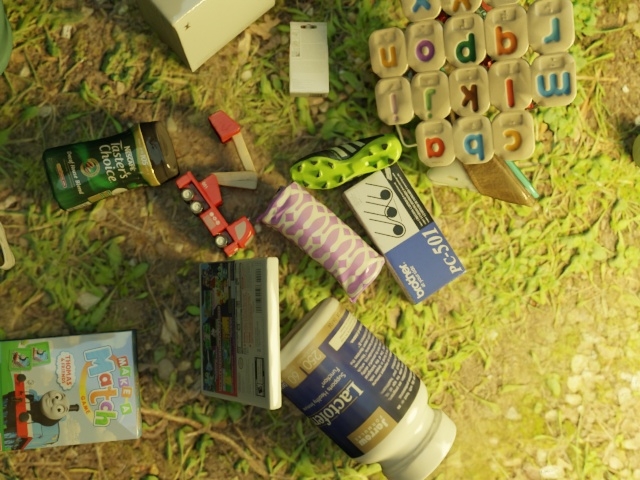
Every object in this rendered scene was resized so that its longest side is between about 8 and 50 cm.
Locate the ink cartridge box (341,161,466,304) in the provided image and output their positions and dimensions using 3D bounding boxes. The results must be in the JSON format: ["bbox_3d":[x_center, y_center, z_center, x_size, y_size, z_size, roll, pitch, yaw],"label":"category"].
[{"bbox_3d":[0.129,-0.012,1.009,0.097,0.046,0.207,-33,89,-5],"label":"ink cartridge box"}]

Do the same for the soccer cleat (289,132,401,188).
[{"bbox_3d":[0.040,-0.125,1.007,0.178,0.072,0.060,-13,114,14],"label":"soccer cleat"}]

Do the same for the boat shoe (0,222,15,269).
[{"bbox_3d":[-0.492,-0.002,0.963,0.035,0.035,0.100,-24,88,-6],"label":"boat shoe"}]

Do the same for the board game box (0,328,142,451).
[{"bbox_3d":[-0.378,0.220,0.955,0.211,0.039,0.160,-4,86,-6],"label":"board game box"}]

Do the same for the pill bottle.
[{"bbox_3d":[0.058,0.221,0.933,0.264,0.153,0.153,43,84,0],"label":"pill bottle"}]

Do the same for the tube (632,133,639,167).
[{"bbox_3d":[0.637,-0.148,1.056,0.240,0.062,0.070,1,126,-9],"label":"tube"}]

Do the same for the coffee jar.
[{"bbox_3d":[-0.309,-0.113,0.964,0.184,0.079,0.096,-18,87,-6],"label":"coffee jar"}]

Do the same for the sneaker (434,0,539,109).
[{"bbox_3d":[0.282,-0.328,1.017,0.125,0.104,0.262,-40,90,-8],"label":"sneaker"}]

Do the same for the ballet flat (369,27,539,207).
[{"bbox_3d":[0.192,-0.168,1.003,0.124,0.116,0.342,-36,89,14],"label":"ballet flat"}]

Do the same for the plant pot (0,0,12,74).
[{"bbox_3d":[-0.557,-0.313,0.871,0.271,0.255,0.272,0,85,-5],"label":"plant pot"}]

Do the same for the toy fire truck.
[{"bbox_3d":[-0.145,-0.087,0.992,0.135,0.047,0.192,-36,90,-8],"label":"toy fire truck"}]

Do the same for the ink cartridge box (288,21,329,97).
[{"bbox_3d":[-0.019,-0.287,1.026,0.062,0.029,0.115,0,85,-4],"label":"ink cartridge box"}]

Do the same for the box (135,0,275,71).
[{"bbox_3d":[-0.170,-0.372,0.943,0.181,0.182,0.119,-41,88,-7],"label":"box"}]

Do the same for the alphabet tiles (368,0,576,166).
[{"bbox_3d":[0.207,-0.246,0.906,0.284,0.021,0.278,-2,107,28],"label":"alphabet tiles"}]

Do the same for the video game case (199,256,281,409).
[{"bbox_3d":[-0.119,0.128,0.923,0.023,0.183,0.202,1,85,-40],"label":"video game case"}]

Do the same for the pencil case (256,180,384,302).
[{"bbox_3d":[0.000,0.000,0.979,0.206,0.086,0.088,40,110,0],"label":"pencil case"}]
